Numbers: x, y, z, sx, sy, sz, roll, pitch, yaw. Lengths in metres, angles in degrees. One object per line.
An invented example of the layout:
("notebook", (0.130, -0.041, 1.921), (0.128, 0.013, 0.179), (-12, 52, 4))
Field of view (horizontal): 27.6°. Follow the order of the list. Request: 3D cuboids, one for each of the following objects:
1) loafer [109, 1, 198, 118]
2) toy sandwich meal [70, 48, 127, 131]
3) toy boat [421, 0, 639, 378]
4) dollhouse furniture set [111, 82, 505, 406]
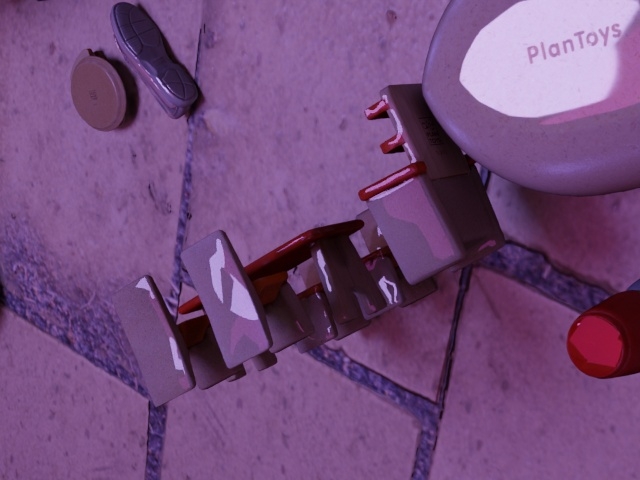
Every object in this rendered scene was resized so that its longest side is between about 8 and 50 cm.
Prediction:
("loafer", (-0.166, -0.170, 1.251), (0.125, 0.045, 0.039), (54, 139, 11))
("toy sandwich meal", (-0.221, -0.151, 1.318), (0.086, 0.029, 0.085), (15, 116, 34))
("toy boat", (0.204, -0.064, 0.893), (0.268, 0.148, 0.318), (-4, 94, 38))
("dollhouse furniture set", (0.000, 0.000, 1.008), (0.259, 0.262, 0.135), (-30, 81, 31))
